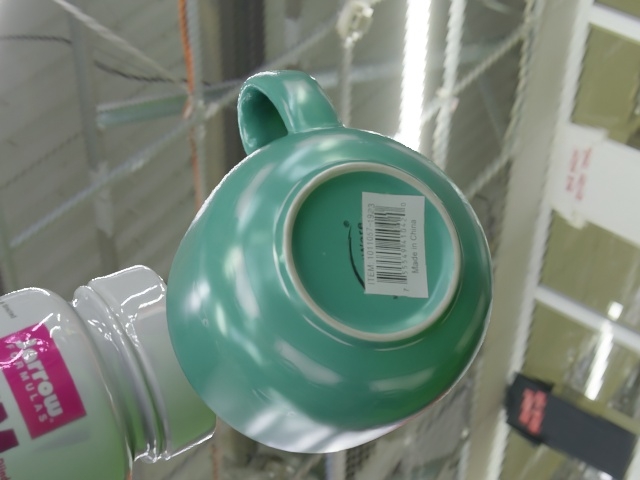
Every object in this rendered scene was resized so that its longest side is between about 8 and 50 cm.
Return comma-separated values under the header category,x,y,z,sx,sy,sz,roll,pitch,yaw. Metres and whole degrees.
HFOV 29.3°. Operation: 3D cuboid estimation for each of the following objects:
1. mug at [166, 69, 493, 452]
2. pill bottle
category,x,y,z,sx,sy,sz,roll,pitch,yaw
mug,-0.003,0.009,0.516,0.129,0.158,0.097,-45,0,-25
pill bottle,-0.223,0.127,0.811,0.283,0.160,0.160,-23,-42,-23
